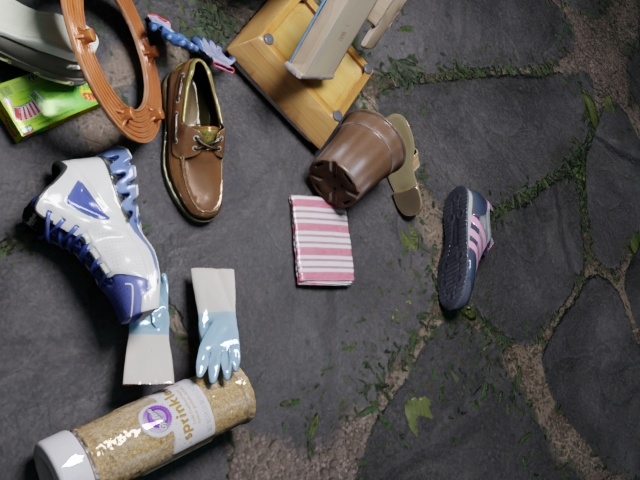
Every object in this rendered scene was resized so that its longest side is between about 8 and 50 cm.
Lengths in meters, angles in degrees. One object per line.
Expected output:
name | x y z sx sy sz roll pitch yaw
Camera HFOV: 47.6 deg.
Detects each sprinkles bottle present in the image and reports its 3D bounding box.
sprinkles bottle | -0.279 0.315 1.199 0.355 0.121 0.121 -19 91 -39

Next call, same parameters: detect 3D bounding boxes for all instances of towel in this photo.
towel | 0.000 0.000 1.547 0.144 0.029 0.197 4 74 -37

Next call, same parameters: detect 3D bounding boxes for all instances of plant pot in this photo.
plant pot | 0.071 -0.168 1.552 0.167 0.167 0.165 53 55 -14

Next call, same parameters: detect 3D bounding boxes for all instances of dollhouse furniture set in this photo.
dollhouse furniture set | -0.043 -0.496 1.463 0.303 0.198 0.286 42 27 15

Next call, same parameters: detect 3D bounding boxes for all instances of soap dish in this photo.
soap dish | -0.032 -0.377 1.557 0.291 0.118 0.229 45 56 -20

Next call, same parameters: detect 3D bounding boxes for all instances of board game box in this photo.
board game box | -0.462 -0.248 1.249 0.181 0.043 0.092 -36 101 -37

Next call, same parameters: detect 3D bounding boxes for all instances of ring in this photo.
ring | -0.339 -0.332 1.234 0.336 0.032 0.337 -13 90 -81

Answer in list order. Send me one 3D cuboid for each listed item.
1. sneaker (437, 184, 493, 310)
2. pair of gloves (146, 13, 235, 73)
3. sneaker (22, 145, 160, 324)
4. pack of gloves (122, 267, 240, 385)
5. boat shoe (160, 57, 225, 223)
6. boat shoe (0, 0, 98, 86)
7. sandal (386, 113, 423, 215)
sneaker | 0.367 0.028 1.759 0.131 0.112 0.319 22 68 -28
pair of gloves | -0.242 -0.378 1.391 0.198 0.159 0.023 18 112 -35
sneaker | -0.387 -0.005 1.199 0.182 0.127 0.316 -7 71 -32
pack of gloves | -0.243 0.154 1.273 0.195 0.046 0.232 2 53 -15
boat shoe | -0.236 -0.189 1.365 0.110 0.104 0.308 -9 84 -38
boat shoe | -0.517 -0.342 1.182 0.304 0.091 0.109 22 49 -8
sandal | 0.197 -0.179 1.723 0.079 0.088 0.240 -24 102 -69
